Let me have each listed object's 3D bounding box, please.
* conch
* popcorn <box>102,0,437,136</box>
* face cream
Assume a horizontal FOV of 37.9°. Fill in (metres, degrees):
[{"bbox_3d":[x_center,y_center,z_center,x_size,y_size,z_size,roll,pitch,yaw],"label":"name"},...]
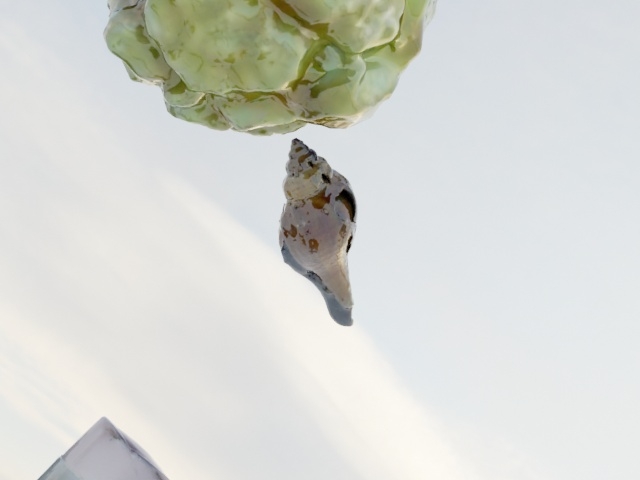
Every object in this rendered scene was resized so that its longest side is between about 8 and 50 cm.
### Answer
[{"bbox_3d":[-0.005,0.000,1.002,0.086,0.080,0.233,24,-54,28],"label":"conch"},{"bbox_3d":[-0.035,-0.232,0.782,0.274,0.335,0.279,34,-45,-8],"label":"popcorn"},{"bbox_3d":[-0.266,0.296,0.881,0.107,0.269,0.073,45,-17,1],"label":"face cream"}]
